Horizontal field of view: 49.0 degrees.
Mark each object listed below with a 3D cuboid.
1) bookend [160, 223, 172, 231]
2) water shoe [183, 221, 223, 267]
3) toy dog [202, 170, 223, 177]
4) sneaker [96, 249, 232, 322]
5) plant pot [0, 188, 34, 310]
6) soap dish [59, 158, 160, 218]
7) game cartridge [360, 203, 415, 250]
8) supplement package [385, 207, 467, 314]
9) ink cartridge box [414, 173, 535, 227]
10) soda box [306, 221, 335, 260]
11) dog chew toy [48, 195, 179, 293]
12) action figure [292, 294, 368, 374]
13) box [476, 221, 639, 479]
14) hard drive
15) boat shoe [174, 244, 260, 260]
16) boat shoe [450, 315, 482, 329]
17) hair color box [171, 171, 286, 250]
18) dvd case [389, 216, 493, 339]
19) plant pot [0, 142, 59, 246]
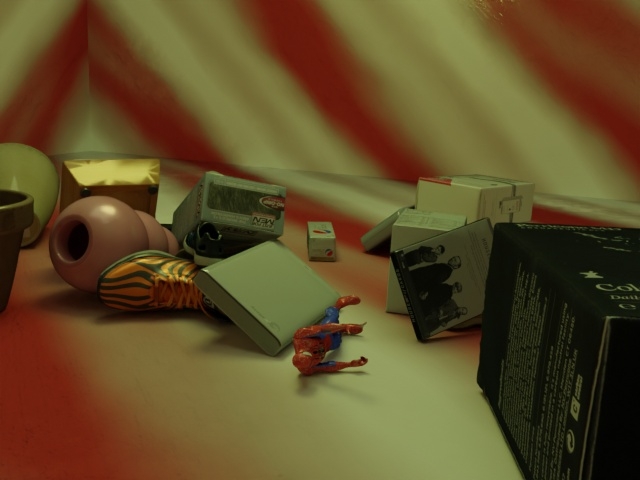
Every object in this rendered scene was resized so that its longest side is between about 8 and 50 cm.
[{"bbox_3d":[-0.446,-0.042,1.883,0.156,0.157,0.072,1,13,-5],"label":"bookend"},{"bbox_3d":[-0.234,-0.001,1.457,0.072,0.080,0.203,10,11,-23],"label":"water shoe"},{"bbox_3d":[-0.286,-0.108,2.214,0.161,0.220,0.333,-40,25,-23],"label":"toy dog"},{"bbox_3d":[-0.270,0.094,1.400,0.321,0.125,0.180,-5,14,-30],"label":"sneaker"},{"bbox_3d":[-0.694,0.026,1.372,0.262,0.230,0.263,2,13,0],"label":"plant pot"},{"bbox_3d":[-0.505,-0.053,1.690,0.228,0.291,0.118,-5,35,-31],"label":"soap dish"},{"bbox_3d":[0.255,-0.051,2.060,0.294,0.060,0.196,-18,-18,-47],"label":"game cartridge"},{"bbox_3d":[0.237,0.046,1.555,0.149,0.194,0.203,7,14,13],"label":"supplement package"},{"bbox_3d":[0.428,-0.111,1.935,0.207,0.117,0.283,15,17,42],"label":"ink cartridge box"},{"bbox_3d":[0.000,0.000,1.989,0.073,0.069,0.216,1,12,-3],"label":"soda box"},{"bbox_3d":[-0.434,0.016,1.556,0.206,0.207,0.332,8,-2,23],"label":"dog chew toy"},{"bbox_3d":[0.044,0.165,1.216,0.139,0.092,0.280,-3,10,24],"label":"action figure"},{"bbox_3d":[0.488,0.167,0.880,0.479,0.298,0.472,3,11,1],"label":"box"},{"bbox_3d":[-0.092,0.099,1.384,0.203,0.040,0.307,42,22,10],"label":"hard drive"},{"bbox_3d":[-0.183,0.058,1.620,0.302,0.109,0.098,3,6,0],"label":"boat shoe"},{"bbox_3d":[0.329,0.137,1.450,0.189,0.072,0.068,-6,16,-32],"label":"boat shoe"},{"bbox_3d":[-0.229,-0.043,1.658,0.185,0.114,0.374,9,-14,-21],"label":"hair color box"},{"bbox_3d":[0.265,0.072,1.386,0.238,0.179,0.029,-18,1,-26],"label":"dvd case"},{"bbox_3d":[-0.848,-0.101,1.949,0.256,0.257,0.274,-3,30,-24],"label":"plant pot"}]
